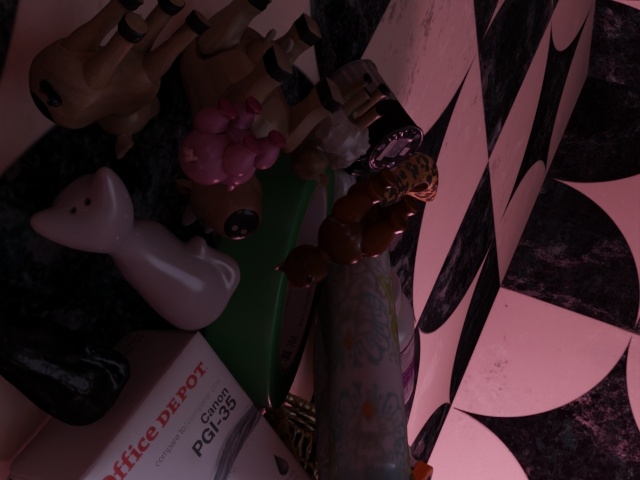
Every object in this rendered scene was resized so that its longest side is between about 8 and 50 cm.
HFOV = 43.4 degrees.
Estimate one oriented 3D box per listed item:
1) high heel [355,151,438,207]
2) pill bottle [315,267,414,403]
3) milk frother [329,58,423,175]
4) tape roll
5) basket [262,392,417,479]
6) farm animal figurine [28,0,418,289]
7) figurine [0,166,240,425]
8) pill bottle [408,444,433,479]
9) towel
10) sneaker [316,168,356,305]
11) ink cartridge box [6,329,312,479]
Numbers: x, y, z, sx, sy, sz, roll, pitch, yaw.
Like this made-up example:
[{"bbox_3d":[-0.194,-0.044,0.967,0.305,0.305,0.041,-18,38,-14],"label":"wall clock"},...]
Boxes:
[{"bbox_3d":[0.128,-0.072,1.350,0.261,0.093,0.186,43,52,-51],"label":"high heel"},{"bbox_3d":[0.078,0.171,1.387,0.169,0.169,0.301,-55,154,-33],"label":"pill bottle"},{"bbox_3d":[0.041,-0.164,1.073,0.129,0.134,0.143,-39,151,15],"label":"milk frother"},{"bbox_3d":[-0.054,0.038,0.969,0.321,0.077,0.321,11,90,-82],"label":"tape roll"},{"bbox_3d":[0.036,0.393,1.254,0.299,0.213,0.223,33,74,-23],"label":"basket"},{"bbox_3d":[-0.086,-0.100,0.711,0.330,0.172,0.326,37,31,-28],"label":"farm animal figurine"},{"bbox_3d":[-0.196,0.044,0.653,0.215,0.092,0.209,-40,150,1],"label":"figurine"},{"bbox_3d":[0.082,0.412,1.494,0.130,0.246,0.130,-50,151,-42],"label":"pill bottle"},{"bbox_3d":[0.040,0.196,1.017,0.374,0.090,0.320,97,-11,-62],"label":"towel"},{"bbox_3d":[0.000,0.000,1.173,0.086,0.085,0.237,-22,132,-71],"label":"sneaker"},{"bbox_3d":[-0.144,0.261,0.832,0.207,0.117,0.283,-53,123,-37],"label":"ink cartridge box"}]
